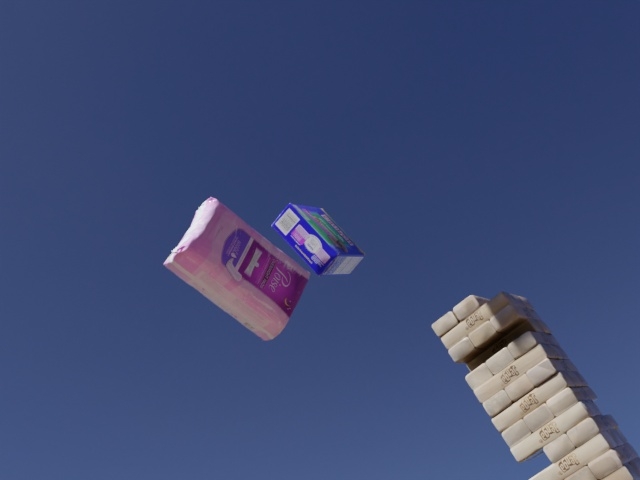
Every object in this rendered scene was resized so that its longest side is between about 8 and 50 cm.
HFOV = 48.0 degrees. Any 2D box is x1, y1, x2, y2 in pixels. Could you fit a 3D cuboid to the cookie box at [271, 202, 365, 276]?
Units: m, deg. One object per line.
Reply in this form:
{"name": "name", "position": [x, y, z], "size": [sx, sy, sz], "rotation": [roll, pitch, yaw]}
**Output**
{"name": "cookie box", "position": [0.000, 0.000, 0.903], "size": [0.040, 0.092, 0.107], "rotation": [-47, -16, 13]}

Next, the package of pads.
{"name": "package of pads", "position": [-0.050, 0.018, 0.440], "size": [0.083, 0.050, 0.032], "rotation": [40, -42, -17]}

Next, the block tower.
{"name": "block tower", "position": [0.249, 0.201, 0.733], "size": [0.091, 0.335, 0.097], "rotation": [-42, -29, 21]}
